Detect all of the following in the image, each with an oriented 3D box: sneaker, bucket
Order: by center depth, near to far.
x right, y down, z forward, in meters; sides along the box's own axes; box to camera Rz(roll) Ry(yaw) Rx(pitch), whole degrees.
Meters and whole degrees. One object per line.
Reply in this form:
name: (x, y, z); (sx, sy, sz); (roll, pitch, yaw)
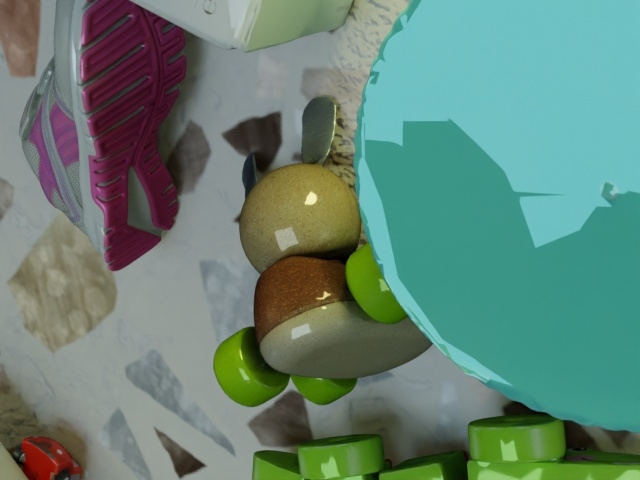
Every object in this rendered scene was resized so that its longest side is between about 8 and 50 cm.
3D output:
bucket: (0.161, -0.053, 0.441); (0.281, 0.183, 0.281); (10, 115, 23)
sneaker: (-0.175, -0.097, 0.646); (0.111, 0.103, 0.252); (29, 130, 21)

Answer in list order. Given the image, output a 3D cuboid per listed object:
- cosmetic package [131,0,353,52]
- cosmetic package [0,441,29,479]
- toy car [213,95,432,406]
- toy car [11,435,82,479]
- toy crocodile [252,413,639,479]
cosmetic package: (-0.139, -0.295, 0.523); (0.385, 0.156, 0.217); (28, 118, 15)
cosmetic package: (-0.314, 0.399, 0.793); (0.161, 0.230, 0.453); (-37, 90, 33)
toy car: (0.000, 0.000, 0.611); (0.155, 0.149, 0.188); (-35, 62, 31)
toy car: (-0.315, 0.306, 0.928); (0.225, 0.053, 0.239); (-5, 106, 31)
toy crocodile: (0.090, 0.189, 0.632); (0.340, 0.105, 0.115); (-11, 83, 27)
